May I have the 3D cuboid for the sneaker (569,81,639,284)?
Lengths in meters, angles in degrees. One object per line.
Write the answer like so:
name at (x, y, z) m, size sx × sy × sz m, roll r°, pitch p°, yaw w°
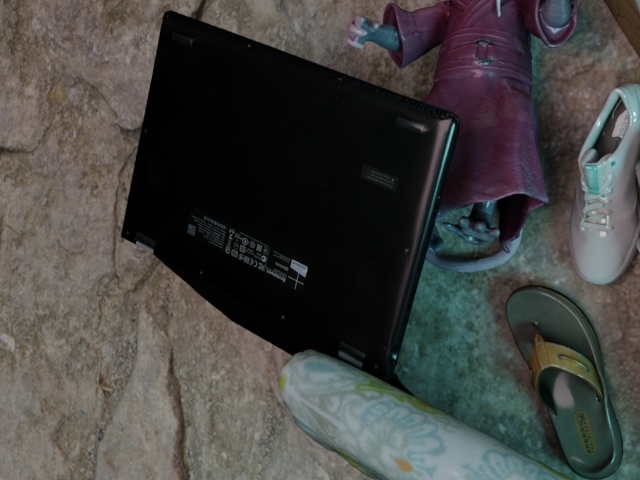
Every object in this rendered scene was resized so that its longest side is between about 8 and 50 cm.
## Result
sneaker at (0.287, -0.057, 1.144) m, size 0.080 × 0.094 × 0.212 m, roll 14°, pitch 101°, yaw 32°

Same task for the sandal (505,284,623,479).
sandal at (0.255, 0.151, 1.196) m, size 0.090 × 0.060 × 0.219 m, roll -20°, pitch 81°, yaw 33°

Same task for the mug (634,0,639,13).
mug at (0.404, -0.269, 0.830) m, size 0.328 × 0.374 × 0.276 m, roll -42°, pitch 64°, yaw 5°

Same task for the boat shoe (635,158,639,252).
boat shoe at (0.362, 0.060, 1.089) m, size 0.103 × 0.118 × 0.320 m, roll -20°, pitch 88°, yaw 29°

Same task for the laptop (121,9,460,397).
laptop at (0.000, 0.000, 1.226) m, size 0.382 × 0.236 × 0.407 m, roll 25°, pitch 111°, yaw 33°

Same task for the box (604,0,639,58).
box at (0.300, -0.236, 1.090) m, size 0.021 × 0.164 × 0.201 m, roll -30°, pitch 75°, yaw 7°

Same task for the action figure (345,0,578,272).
action figure at (0.185, -0.167, 1.182) m, size 0.248 × 0.276 × 0.370 m, roll 3°, pitch 75°, yaw 29°

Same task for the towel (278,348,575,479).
towel at (0.154, 0.251, 1.101) m, size 0.321 × 0.374 × 0.090 m, roll 22°, pitch 76°, yaw 32°
